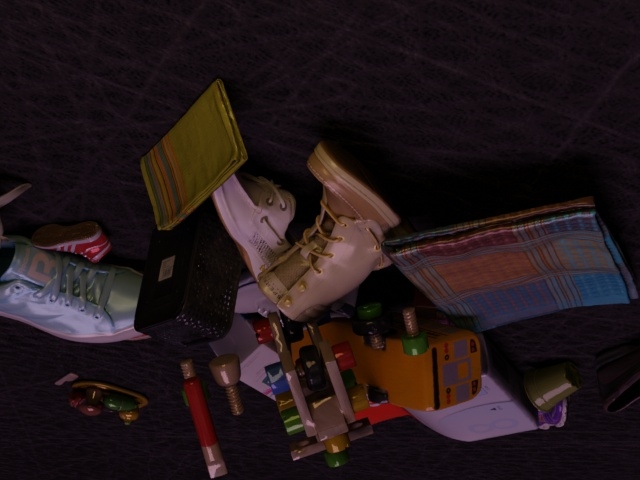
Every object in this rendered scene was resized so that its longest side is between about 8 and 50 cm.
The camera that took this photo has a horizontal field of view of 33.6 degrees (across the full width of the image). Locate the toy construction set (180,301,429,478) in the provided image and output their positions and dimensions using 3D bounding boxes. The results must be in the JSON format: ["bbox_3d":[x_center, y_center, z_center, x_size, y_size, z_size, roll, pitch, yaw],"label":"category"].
[{"bbox_3d":[-0.031,0.235,1.443,0.309,0.237,0.257,-22,-163,-30],"label":"toy construction set"}]

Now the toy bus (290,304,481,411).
[{"bbox_3d":[0.086,0.170,1.636,0.130,0.108,0.333,-12,-167,-34],"label":"toy bus"}]

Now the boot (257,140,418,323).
[{"bbox_3d":[0.000,0.000,1.320,0.203,0.095,0.262,-36,148,8],"label":"boot"}]

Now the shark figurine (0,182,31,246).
[{"bbox_3d":[-0.504,-0.022,1.505,0.116,0.166,0.278,41,149,14],"label":"shark figurine"}]

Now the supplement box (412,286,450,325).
[{"bbox_3d":[0.174,0.102,1.647,0.055,0.043,0.083,4,156,11],"label":"supplement box"}]

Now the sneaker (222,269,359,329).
[{"bbox_3d":[-0.055,0.093,1.634,0.258,0.091,0.094,-14,148,37],"label":"sneaker"}]

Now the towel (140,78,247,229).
[{"bbox_3d":[-0.157,-0.095,1.260,0.021,0.102,0.237,-14,169,-34],"label":"towel"}]

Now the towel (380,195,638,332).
[{"bbox_3d":[0.262,0.044,1.401,0.271,0.040,0.370,-13,158,19],"label":"towel"}]

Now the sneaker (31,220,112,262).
[{"bbox_3d":[-0.371,0.005,1.593,0.118,0.042,0.067,-5,149,19],"label":"sneaker"}]

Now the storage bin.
[{"bbox_3d":[-0.180,0.048,1.468,0.084,0.180,0.122,27,148,-35],"label":"storage bin"}]

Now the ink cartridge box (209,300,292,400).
[{"bbox_3d":[-0.095,0.199,1.810,0.078,0.134,0.231,-45,141,4],"label":"ink cartridge box"}]

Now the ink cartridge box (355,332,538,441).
[{"bbox_3d":[0.171,0.301,1.942,0.385,0.091,0.308,-18,148,20],"label":"ink cartridge box"}]

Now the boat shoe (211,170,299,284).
[{"bbox_3d":[-0.080,-0.042,1.372,0.096,0.098,0.277,-24,142,2],"label":"boat shoe"}]

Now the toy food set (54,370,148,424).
[{"bbox_3d":[-0.491,0.365,2.361,0.218,0.071,0.128,25,150,-32],"label":"toy food set"}]

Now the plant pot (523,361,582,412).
[{"bbox_3d":[0.416,0.250,1.870,0.083,0.083,0.079,25,137,-33],"label":"plant pot"}]

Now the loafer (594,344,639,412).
[{"bbox_3d":[0.553,0.204,1.697,0.109,0.095,0.302,16,154,-19],"label":"loafer"}]

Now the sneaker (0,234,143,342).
[{"bbox_3d":[-0.423,0.069,1.633,0.366,0.135,0.150,8,160,-1],"label":"sneaker"}]

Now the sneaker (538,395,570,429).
[{"bbox_3d":[0.425,0.322,2.023,0.071,0.068,0.170,17,155,-6],"label":"sneaker"}]

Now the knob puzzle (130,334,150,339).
[{"bbox_3d":[-0.389,0.157,1.938,0.213,0.030,0.213,6,155,3],"label":"knob puzzle"}]
